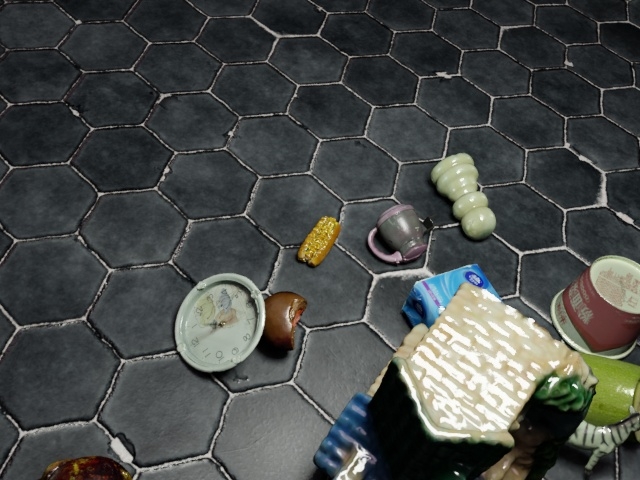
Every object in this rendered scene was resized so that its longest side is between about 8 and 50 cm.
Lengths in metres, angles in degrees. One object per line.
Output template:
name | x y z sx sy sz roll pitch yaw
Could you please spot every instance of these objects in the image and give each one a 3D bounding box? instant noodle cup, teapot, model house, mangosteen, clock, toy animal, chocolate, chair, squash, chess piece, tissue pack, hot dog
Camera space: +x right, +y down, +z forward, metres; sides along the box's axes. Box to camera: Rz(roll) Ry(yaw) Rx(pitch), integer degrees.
instant noodle cup | 0.729 0.159 1.725 0.234 0.178 0.235 5 49 -6
teapot | 0.211 -0.011 1.813 0.148 0.116 0.146 -18 68 -27
model house | 0.239 0.384 1.300 0.395 0.445 0.400 39 54 17
mangosteen | -0.457 0.494 1.274 0.217 0.192 0.192 6 43 37
clock | -0.225 0.192 1.574 0.236 0.053 0.236 -9 66 20
toy animal | 0.590 0.424 1.493 0.217 0.176 0.073 17 21 2
chocolate | -0.086 0.192 1.586 0.127 0.124 0.133 -20 25 11
chair | 0.301 -0.043 1.897 0.086 0.037 0.042 -27 73 -32
squash | 0.656 0.368 1.652 0.260 0.189 0.189 4 41 41
chess piece | 0.413 -0.113 1.923 0.133 0.133 0.243 -10 60 -17
tissue pack | 0.351 0.212 1.639 0.198 0.146 0.263 -15 56 -21
hot dog | 0.000 0.000 1.805 0.071 0.045 0.165 25 53 12
